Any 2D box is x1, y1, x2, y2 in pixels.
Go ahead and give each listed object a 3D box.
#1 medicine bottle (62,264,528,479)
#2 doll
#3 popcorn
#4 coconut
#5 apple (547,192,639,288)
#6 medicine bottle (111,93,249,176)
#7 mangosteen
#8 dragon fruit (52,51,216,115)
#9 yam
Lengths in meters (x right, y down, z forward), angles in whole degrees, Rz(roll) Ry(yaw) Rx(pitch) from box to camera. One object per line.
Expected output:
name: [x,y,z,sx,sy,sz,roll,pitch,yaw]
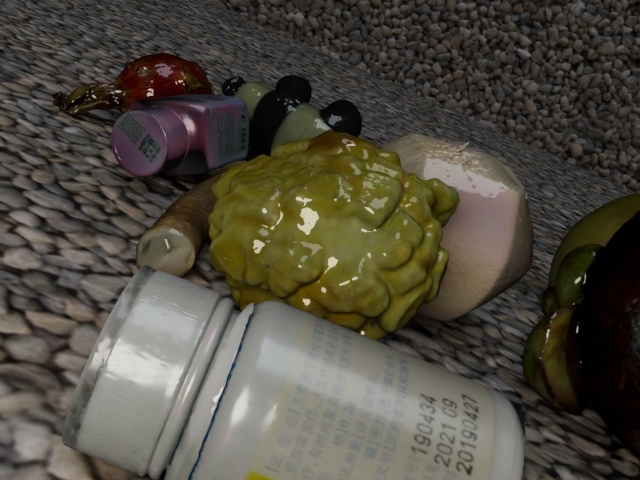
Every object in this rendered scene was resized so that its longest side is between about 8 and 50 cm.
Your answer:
medicine bottle: [-0.016,0.118,0.474,0.258,0.143,0.143,24,20,-3]
doll: [-0.051,-0.176,1.173,0.234,0.143,0.135,31,28,17]
popcorn: [0.008,-0.007,0.707,0.235,0.181,0.217,21,54,40]
coconut: [0.147,-0.014,0.887,0.234,0.224,0.224,9,22,-5]
apple: [0.494,0.050,1.080,0.295,0.233,0.257,14,25,-26]
medicine bottle: [-0.181,-0.136,0.954,0.119,0.094,0.188,6,16,19]
mangosteen: [0.399,0.095,0.784,0.330,0.330,0.330,21,20,-8]
dragon fruit: [-0.262,-0.207,1.075,0.246,0.125,0.125,-7,54,-28]
yam: [-0.130,-0.032,0.837,0.066,0.066,0.299,25,21,1]
